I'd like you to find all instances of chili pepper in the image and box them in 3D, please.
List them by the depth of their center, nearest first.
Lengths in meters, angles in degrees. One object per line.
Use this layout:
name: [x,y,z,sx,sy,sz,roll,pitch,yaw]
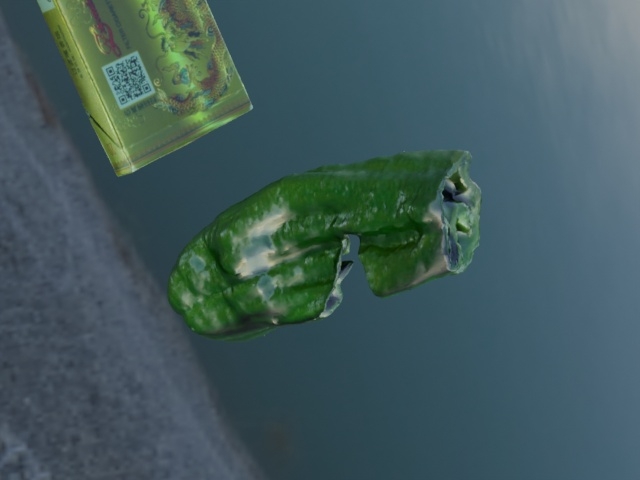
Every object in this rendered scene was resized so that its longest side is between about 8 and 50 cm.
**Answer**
chili pepper: [0.000,0.001,1.051,0.083,0.253,0.099,-14,85,-50]

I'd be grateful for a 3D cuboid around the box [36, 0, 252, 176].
box: [-0.202,-0.243,1.629,0.173,0.043,0.311,-32,104,-34]
